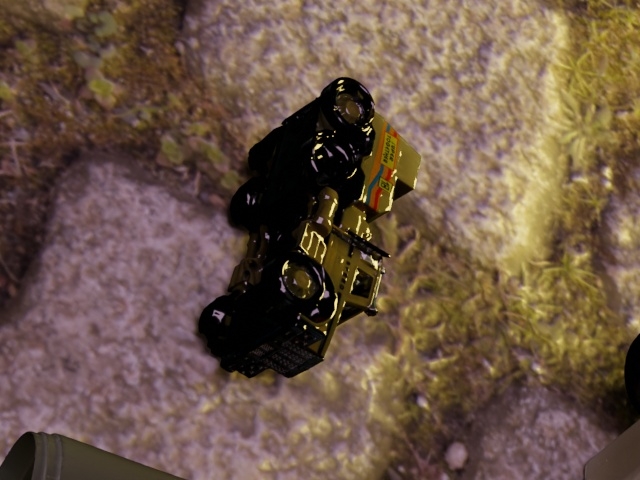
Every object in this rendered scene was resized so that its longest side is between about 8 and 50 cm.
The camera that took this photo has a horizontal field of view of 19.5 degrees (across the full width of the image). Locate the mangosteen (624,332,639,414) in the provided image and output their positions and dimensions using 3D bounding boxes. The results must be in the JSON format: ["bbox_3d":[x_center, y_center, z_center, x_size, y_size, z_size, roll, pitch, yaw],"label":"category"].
[{"bbox_3d":[0.331,0.133,1.633,0.137,0.137,0.151,-4,96,-30],"label":"mangosteen"}]

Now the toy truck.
[{"bbox_3d":[-0.004,-0.001,1.536,0.127,0.127,0.257,37,49,-21],"label":"toy truck"}]

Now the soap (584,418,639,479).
[{"bbox_3d":[0.312,0.188,1.535,0.121,0.183,0.064,22,52,-14],"label":"soap"}]

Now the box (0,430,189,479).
[{"bbox_3d":[-0.157,0.250,1.215,0.149,0.226,0.226,21,52,-15],"label":"box"}]
